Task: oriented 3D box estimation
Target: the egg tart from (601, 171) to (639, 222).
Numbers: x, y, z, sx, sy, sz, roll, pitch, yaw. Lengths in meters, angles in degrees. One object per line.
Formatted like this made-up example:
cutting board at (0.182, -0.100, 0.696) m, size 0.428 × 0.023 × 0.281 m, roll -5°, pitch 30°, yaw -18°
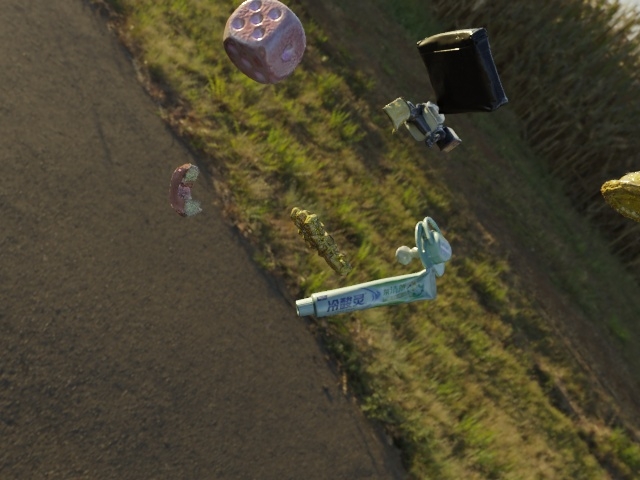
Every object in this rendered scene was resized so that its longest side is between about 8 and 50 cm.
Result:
egg tart at (0.685, -0.089, 1.364) m, size 0.191 × 0.074 × 0.191 m, roll 28°, pitch -7°, yaw 4°

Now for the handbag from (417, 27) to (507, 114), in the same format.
handbag at (0.369, -0.444, 1.744) m, size 0.246 × 0.080 × 0.223 m, roll 16°, pitch -42°, yaw 59°

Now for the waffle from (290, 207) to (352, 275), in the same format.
waffle at (0.003, -0.002, 1.555) m, size 0.149 × 0.051 × 0.194 m, roll 33°, pitch -20°, yaw 48°

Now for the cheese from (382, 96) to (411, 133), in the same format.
cheese at (0.195, -0.305, 1.621) m, size 0.041 × 0.060 × 0.084 m, roll 39°, pitch -22°, yaw 39°

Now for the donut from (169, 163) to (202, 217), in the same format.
donut at (-0.419, -0.152, 2.013) m, size 0.065 × 0.117 × 0.166 m, roll 3°, pitch 93°, yaw -45°

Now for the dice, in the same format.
dice at (-0.083, -0.297, 0.972) m, size 0.091 × 0.094 × 0.093 m, roll 33°, pitch -15°, yaw 25°

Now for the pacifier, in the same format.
pacifier at (0.217, 0.016, 1.410) m, size 0.150 × 0.116 × 0.127 m, roll 18°, pitch 65°, yaw -56°

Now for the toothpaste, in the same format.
toothpaste at (0.097, 0.113, 1.339) m, size 0.048 × 0.296 × 0.075 m, roll -122°, pitch -156°, yaw -68°

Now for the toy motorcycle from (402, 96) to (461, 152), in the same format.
toy motorcycle at (0.312, -0.336, 1.891) m, size 0.157 × 0.091 × 0.263 m, roll 57°, pitch 25°, yaw 14°
